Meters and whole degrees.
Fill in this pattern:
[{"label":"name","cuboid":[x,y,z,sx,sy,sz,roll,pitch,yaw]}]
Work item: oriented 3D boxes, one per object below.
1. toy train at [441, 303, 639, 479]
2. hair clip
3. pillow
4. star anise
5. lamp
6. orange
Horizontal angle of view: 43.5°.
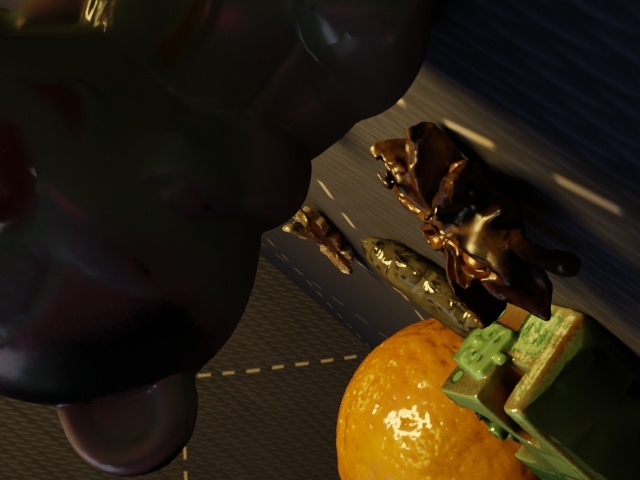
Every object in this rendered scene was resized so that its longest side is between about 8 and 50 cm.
[{"label":"toy train","cuboid":[0.272,0.191,0.761,0.326,0.129,0.159,43,166,-13]},{"label":"hair clip","cuboid":[0.003,-0.006,1.242,0.062,0.056,0.214,15,168,33]},{"label":"pillow","cuboid":[0.139,0.064,0.942,0.241,0.051,0.093,39,178,19]},{"label":"star anise","cuboid":[0.118,0.004,0.571,0.177,0.073,0.234,59,179,-43]},{"label":"lamp","cuboid":[-0.093,-0.054,0.448,0.247,0.301,0.247,39,176,6]},{"label":"orange","cuboid":[0.179,0.282,1.090,0.340,0.293,0.340,39,175,4]}]
